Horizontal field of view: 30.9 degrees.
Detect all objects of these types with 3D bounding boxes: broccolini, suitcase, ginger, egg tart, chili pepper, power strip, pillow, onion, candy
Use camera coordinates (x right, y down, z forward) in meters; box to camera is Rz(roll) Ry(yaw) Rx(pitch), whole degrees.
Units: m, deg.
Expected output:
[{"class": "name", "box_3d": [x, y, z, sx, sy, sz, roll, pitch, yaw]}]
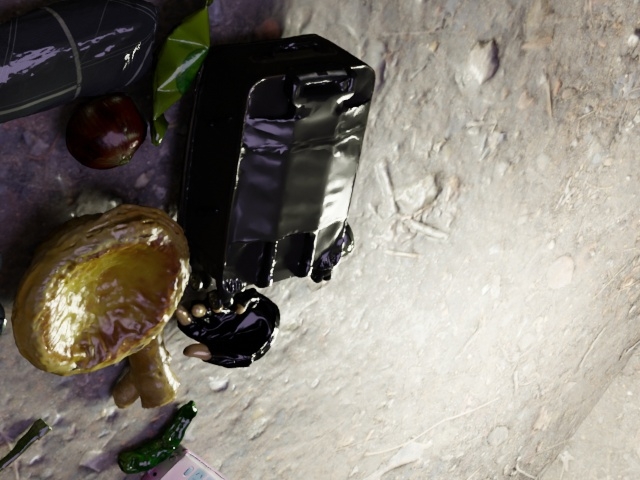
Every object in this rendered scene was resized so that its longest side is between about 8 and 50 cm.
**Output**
[{"class": "broccolini", "box_3d": [-0.562, 0.385, 1.932, 0.254, 0.071, 0.057, -45, 100, -17]}, {"class": "suitcase", "box_3d": [-0.074, -0.122, 1.860, 0.283, 0.194, 0.433, -14, 129, -36]}, {"class": "ginger", "box_3d": [-0.291, 0.171, 1.986, 0.118, 0.065, 0.298, -3, 123, -21]}, {"class": "egg tart", "box_3d": [-0.347, 0.061, 1.790, 0.319, 0.128, 0.319, -26, 140, -24]}, {"class": "chili pepper", "box_3d": [-0.294, 0.373, 2.162, 0.182, 0.050, 0.073, -43, 135, -13]}, {"class": "power strip", "box_3d": [-0.250, 0.494, 2.311, 0.109, 0.037, 0.279, -45, 142, -6]}, {"class": "pillow", "box_3d": [-0.366, -0.237, 1.563, 0.335, 0.092, 0.161, -24, 144, -29]}, {"class": "onion", "box_3d": [-0.314, -0.156, 1.665, 0.119, 0.118, 0.117, -13, 149, -38]}, {"class": "candy", "box_3d": [-0.207, -0.264, 1.687, 0.069, 0.149, 0.246, 27, 101, -13]}]

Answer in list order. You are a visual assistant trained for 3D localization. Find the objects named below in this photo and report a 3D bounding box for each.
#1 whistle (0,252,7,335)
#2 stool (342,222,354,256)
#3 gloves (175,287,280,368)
[{"class": "whistle", "box_3d": [-0.503, 0.071, 1.695, 0.114, 0.077, 0.235, -37, 141, -47]}, {"class": "stool", "box_3d": [0.000, 0.000, 2.116, 0.110, 0.096, 0.096, -30, 138, -17]}, {"class": "gloves", "box_3d": [-0.174, 0.144, 2.047, 0.203, 0.124, 0.164, 30, 74, -30]}]
